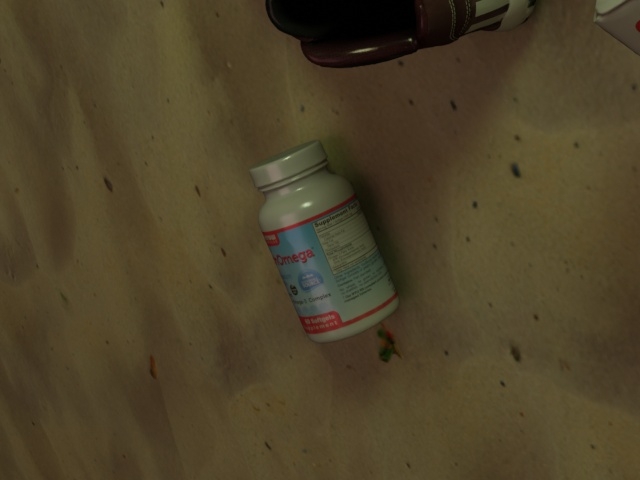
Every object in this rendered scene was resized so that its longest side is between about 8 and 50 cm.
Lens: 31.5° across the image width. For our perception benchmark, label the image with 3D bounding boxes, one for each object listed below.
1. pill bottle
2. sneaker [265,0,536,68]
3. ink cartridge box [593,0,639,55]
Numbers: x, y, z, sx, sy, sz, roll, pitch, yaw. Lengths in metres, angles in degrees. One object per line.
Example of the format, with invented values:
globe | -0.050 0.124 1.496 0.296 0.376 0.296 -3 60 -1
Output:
pill bottle | 0.000 0.000 0.966 0.087 0.087 0.160 -13 104 51
sneaker | -0.004 -0.191 0.782 0.281 0.162 0.106 21 128 39
ink cartridge box | 0.249 -0.113 0.540 0.191 0.082 0.140 30 149 -23
